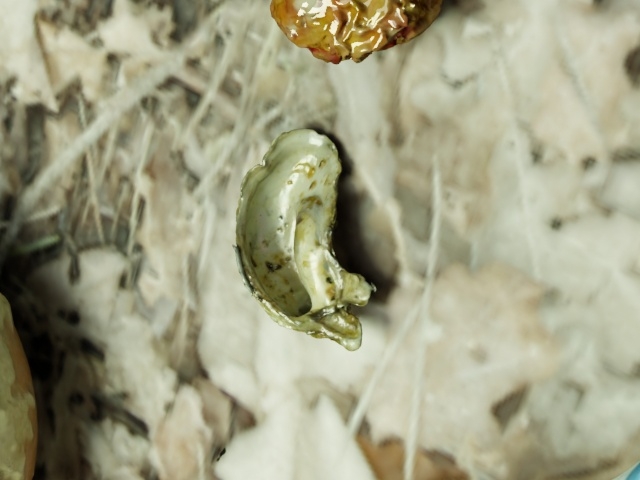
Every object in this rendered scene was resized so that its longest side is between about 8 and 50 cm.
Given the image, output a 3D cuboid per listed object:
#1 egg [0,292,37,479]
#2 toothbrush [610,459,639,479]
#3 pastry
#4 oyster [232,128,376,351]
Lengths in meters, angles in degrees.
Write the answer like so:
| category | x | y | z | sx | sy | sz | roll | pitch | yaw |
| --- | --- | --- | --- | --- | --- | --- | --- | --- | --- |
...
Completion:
| category | x | y | z | sx | sy | sz | roll | pitch | yaw |
| --- | --- | --- | --- | --- | --- | --- | --- | --- | --- |
| egg | -0.238 | 0.074 | 0.726 | 0.233 | 0.195 | 0.195 | 49 | 121 | 4 |
| toothbrush | 0.135 | 0.093 | 0.561 | 0.386 | 0.040 | 0.040 | -29 | 79 | 34 |
| pastry | 0.000 | -0.148 | 0.615 | 0.087 | 0.063 | 0.169 | -23 | 77 | 25 |
| oyster | 0.000 | 0.000 | 0.656 | 0.081 | 0.038 | 0.083 | 25 | 84 | 19 |
